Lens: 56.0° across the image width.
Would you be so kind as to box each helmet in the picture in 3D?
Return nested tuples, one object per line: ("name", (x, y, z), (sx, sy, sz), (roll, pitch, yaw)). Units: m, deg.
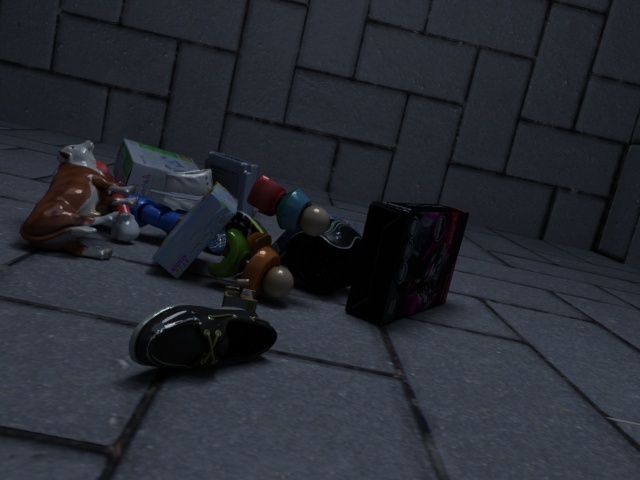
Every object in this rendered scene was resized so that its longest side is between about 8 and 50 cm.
("helmet", (0.019, 0.030, 1.322), (0.169, 0.169, 0.161), (18, 17, 28))

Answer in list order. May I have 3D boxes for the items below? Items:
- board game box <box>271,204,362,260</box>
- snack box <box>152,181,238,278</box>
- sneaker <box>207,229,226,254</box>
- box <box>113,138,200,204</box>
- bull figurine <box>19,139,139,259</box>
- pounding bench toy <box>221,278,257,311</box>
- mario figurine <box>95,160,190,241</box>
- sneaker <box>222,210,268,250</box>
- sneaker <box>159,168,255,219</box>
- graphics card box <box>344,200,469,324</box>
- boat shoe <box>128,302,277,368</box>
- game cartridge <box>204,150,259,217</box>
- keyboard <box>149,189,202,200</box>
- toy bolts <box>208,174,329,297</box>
("board game box", (0.000, 0.000, 1.497), (0.194, 0.194, 0.060), (6, 51, -42))
("snack box", (-0.251, -0.028, 1.235), (0.070, 0.174, 0.207), (42, 5, -11))
("sneaker", (-0.261, -0.005, 1.462), (0.052, 0.058, 0.135), (-18, 44, -17))
("box", (-0.497, -0.192, 1.844), (0.231, 0.126, 0.262), (16, 16, -29))
("bull figurine", (-0.487, -0.086, 1.234), (0.189, 0.101, 0.310), (12, 43, -6))
("pounding bench toy", (-0.131, 0.094, 0.979), (0.052, 0.083, 0.065), (11, 11, -10))
("mario figurine", (-0.465, -0.058, 1.419), (0.321, 0.170, 0.198), (23, -26, 1))
("sneaker", (-0.192, -0.026, 1.517), (0.121, 0.111, 0.300), (10, 12, -35))
("sneaker", (-0.294, -0.109, 1.665), (0.293, 0.169, 0.108), (8, 9, -31))
("graphics card box", (0.199, 0.036, 1.298), (0.094, 0.232, 0.371), (19, 11, 30))
("boat shoe", (-0.144, 0.127, 0.788), (0.069, 0.081, 0.228), (14, 7, 31))
("game cartridge", (-0.289, -0.165, 1.892), (0.060, 0.196, 0.294), (5, 12, -37))
("keyboard", (-0.310, -0.103, 1.479), (0.072, 0.014, 0.256), (8, 1, 24))
("toy bolts", (-0.079, 0.006, 1.204), (0.158, 0.228, 0.218), (27, 1, 16))
